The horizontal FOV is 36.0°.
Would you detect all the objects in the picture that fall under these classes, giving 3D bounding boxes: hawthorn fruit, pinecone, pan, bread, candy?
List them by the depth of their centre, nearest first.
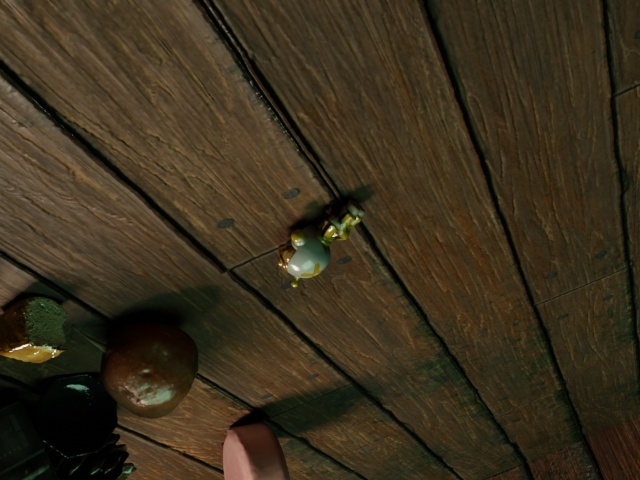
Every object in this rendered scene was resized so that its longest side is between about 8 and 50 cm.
[{"bbox_3d":[-0.399,0.124,1.360,0.070,0.076,0.083,-21,155,27],"label":"bread"},{"bbox_3d":[-0.270,0.195,1.488,0.149,0.149,0.189,-38,151,31],"label":"hawthorn fruit"},{"bbox_3d":[-0.367,0.281,1.616,0.202,0.128,0.048,-5,171,-30],"label":"pan"},{"bbox_3d":[-0.413,0.381,1.674,0.205,0.184,0.179,13,153,13],"label":"pinecone"},{"bbox_3d":[-0.133,0.492,2.020,0.094,0.255,0.255,-8,150,-18],"label":"candy"}]

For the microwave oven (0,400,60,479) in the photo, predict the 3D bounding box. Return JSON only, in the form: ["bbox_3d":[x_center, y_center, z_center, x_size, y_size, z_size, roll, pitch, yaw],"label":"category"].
[{"bbox_3d":[-0.554,0.527,1.518,0.374,0.432,0.236,-27,178,22],"label":"microwave oven"}]

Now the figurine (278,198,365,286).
[{"bbox_3d":[0.003,0.000,1.406,0.143,0.068,0.101,-34,161,-8],"label":"figurine"}]
